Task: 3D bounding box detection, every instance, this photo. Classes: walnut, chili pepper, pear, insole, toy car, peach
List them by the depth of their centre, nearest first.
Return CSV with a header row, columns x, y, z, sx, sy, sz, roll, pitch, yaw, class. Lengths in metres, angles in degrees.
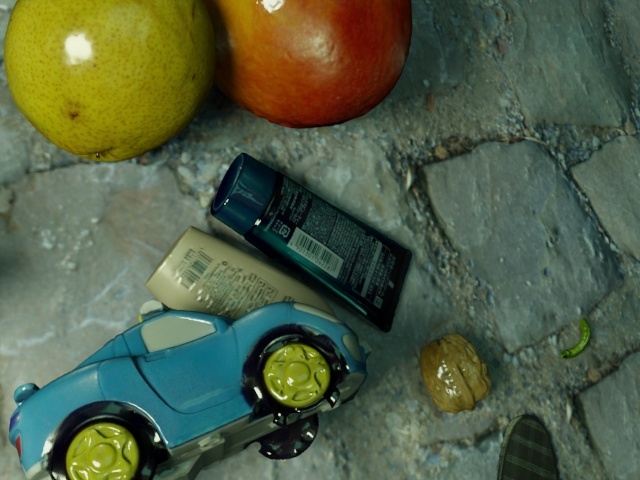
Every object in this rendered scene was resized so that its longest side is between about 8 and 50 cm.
x,y,z,sx,sy,sz,roll,pitch,yaw,class
-0.110,0.133,0.661,0.314,0.198,0.166,-21,70,-15,toy car
-0.210,-0.177,0.737,0.209,0.209,0.208,11,66,-27,pear
-0.031,-0.260,0.859,0.281,0.281,0.238,31,15,-17,peach
0.164,0.163,0.906,0.079,0.082,0.096,-25,78,-3,walnut
0.254,0.370,0.919,0.110,0.012,0.309,26,60,-22,insole
0.369,0.145,1.069,0.083,0.017,0.030,-38,91,-35,chili pepper

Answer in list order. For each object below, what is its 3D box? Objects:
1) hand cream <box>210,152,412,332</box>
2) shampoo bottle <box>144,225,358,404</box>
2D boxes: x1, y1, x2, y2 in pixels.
x,y,z,sx,sy,sz,roll,pitch,yaw,class
0.000,0.000,0.886,0.271,0.061,0.120,31,60,-23,hand cream
-0.060,0.091,0.796,0.257,0.078,0.127,38,67,-12,shampoo bottle
